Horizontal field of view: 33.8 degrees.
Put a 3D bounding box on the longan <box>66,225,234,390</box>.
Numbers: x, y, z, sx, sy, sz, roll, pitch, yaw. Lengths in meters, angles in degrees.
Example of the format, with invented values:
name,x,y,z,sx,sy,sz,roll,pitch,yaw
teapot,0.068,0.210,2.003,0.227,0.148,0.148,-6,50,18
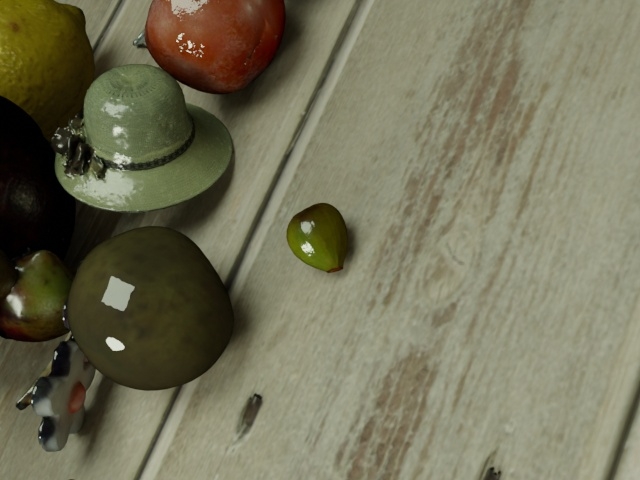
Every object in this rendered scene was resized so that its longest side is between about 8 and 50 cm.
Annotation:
name,x,y,z,sx,sy,sz,roll,pitch,yaw
longan,-0.210,0.081,1.287,0.196,0.196,0.220,-37,44,13

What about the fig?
name,x,y,z,sx,sy,sz,roll,pitch,yaw
fig,0.000,0.000,1.262,0.074,0.074,0.088,-34,68,16

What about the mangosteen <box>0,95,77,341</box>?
name,x,y,z,sx,sy,sz,roll,pitch,yaw
mangosteen,-0.517,-0.027,1.482,0.381,0.381,0.421,-49,52,1

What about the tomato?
name,x,y,z,sx,sy,sz,roll,pitch,yaw
tomato,-0.144,-0.309,1.497,0.208,0.184,0.208,-57,6,9

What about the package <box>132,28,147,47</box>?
name,x,y,z,sx,sy,sz,roll,pitch,yaw
package,-0.273,-0.324,1.736,0.037,0.015,0.110,-55,42,-4

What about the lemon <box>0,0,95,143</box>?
name,x,y,z,sx,sy,sz,roll,pitch,yaw
lemon,-0.503,-0.275,1.724,0.258,0.258,0.310,26,74,46

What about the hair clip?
name,x,y,z,sx,sy,sz,roll,pitch,yaw
hair clip,-0.319,0.146,1.368,0.075,0.146,0.257,13,66,21

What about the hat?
name,x,y,z,sx,sy,sz,roll,pitch,yaw
hat,-0.251,-0.168,1.447,0.257,0.130,0.257,-1,42,1

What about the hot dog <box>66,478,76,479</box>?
name,x,y,z,sx,sy,sz,roll,pitch,yaw
hot dog,-0.308,0.363,1.270,0.090,0.060,0.140,7,63,36
